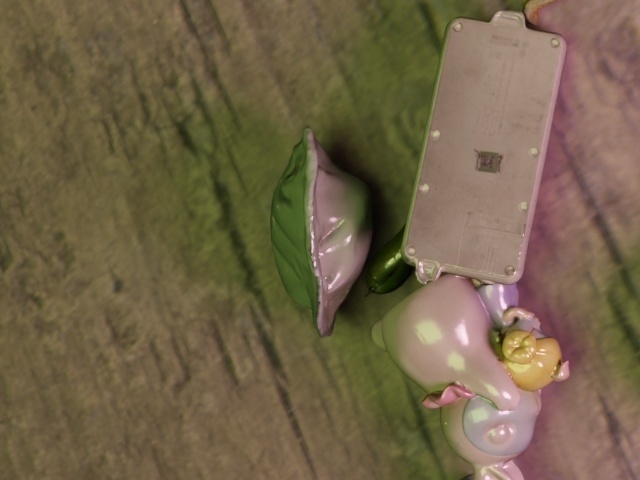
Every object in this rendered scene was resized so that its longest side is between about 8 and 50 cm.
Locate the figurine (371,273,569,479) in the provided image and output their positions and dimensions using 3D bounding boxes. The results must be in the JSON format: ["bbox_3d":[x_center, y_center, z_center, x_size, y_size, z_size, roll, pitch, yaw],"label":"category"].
[{"bbox_3d":[0.168,0.145,1.726,0.155,0.127,0.235,-32,81,6],"label":"figurine"}]

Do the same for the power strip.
[{"bbox_3d":[0.154,-0.084,1.683,0.118,0.046,0.270,11,86,7],"label":"power strip"}]

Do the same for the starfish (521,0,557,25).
[{"bbox_3d":[0.309,-0.332,1.572,0.347,0.078,0.358,26,123,38],"label":"starfish"}]

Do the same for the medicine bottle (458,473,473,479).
[{"bbox_3d":[0.166,0.302,1.789,0.118,0.055,0.074,42,116,20],"label":"medicine bottle"}]

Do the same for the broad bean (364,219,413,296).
[{"bbox_3d":[0.116,-0.044,1.764,0.053,0.052,0.256,43,115,28],"label":"broad bean"}]

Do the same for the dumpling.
[{"bbox_3d":[0.011,-0.006,1.789,0.152,0.108,0.219,-144,41,-60],"label":"dumpling"}]
